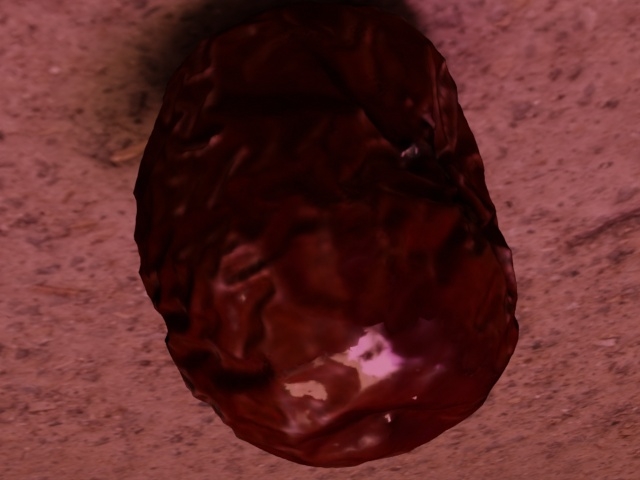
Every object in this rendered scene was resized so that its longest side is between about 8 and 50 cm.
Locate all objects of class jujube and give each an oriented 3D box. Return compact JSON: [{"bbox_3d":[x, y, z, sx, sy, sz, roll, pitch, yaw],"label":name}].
[{"bbox_3d":[0.000,0.000,0.826,0.213,0.232,0.213,-12,154,-6],"label":"jujube"}]
